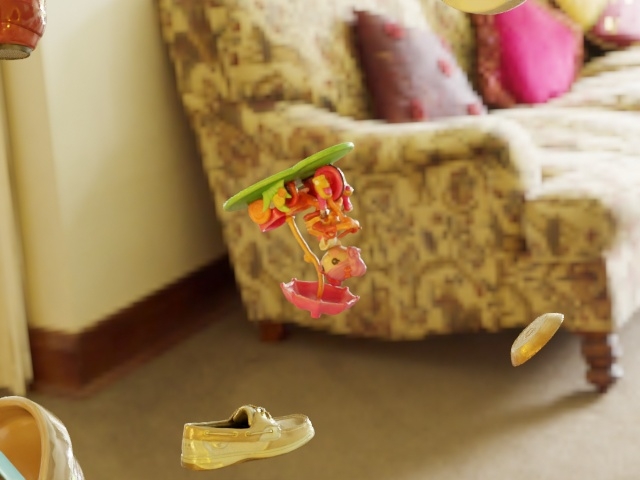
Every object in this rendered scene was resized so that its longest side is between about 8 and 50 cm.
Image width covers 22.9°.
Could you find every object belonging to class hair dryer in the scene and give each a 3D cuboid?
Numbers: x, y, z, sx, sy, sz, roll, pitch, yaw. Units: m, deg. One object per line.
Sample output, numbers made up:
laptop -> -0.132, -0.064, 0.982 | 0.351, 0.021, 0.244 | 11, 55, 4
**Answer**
hair dryer -> -0.394, -0.259, 1.655 | 0.223, 0.293, 0.080 | 39, -5, 3

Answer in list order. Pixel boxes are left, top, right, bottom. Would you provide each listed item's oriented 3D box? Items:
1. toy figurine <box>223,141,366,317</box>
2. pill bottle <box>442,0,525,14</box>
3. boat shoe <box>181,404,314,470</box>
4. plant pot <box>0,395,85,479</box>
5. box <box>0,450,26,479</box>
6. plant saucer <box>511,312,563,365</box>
toy figurine -> 0.000, 0.000, 1.696 | 0.173, 0.159, 0.130 | -29, -7, 40
pill bottle -> 0.164, -0.279, 1.504 | 0.119, 0.119, 0.208 | 1, 17, 15
boat shoe -> -0.063, 0.170, 1.406 | 0.135, 0.045, 0.050 | -11, 11, -38
plant pot -> -0.266, 0.259, 1.337 | 0.110, 0.237, 0.237 | 35, -5, -32
box -> -0.281, 0.110, 0.961 | 0.100, 0.244, 0.060 | -43, -10, -6
plant saucer -> 0.250, 0.112, 1.855 | 0.083, 0.015, 0.083 | -46, 5, 5
